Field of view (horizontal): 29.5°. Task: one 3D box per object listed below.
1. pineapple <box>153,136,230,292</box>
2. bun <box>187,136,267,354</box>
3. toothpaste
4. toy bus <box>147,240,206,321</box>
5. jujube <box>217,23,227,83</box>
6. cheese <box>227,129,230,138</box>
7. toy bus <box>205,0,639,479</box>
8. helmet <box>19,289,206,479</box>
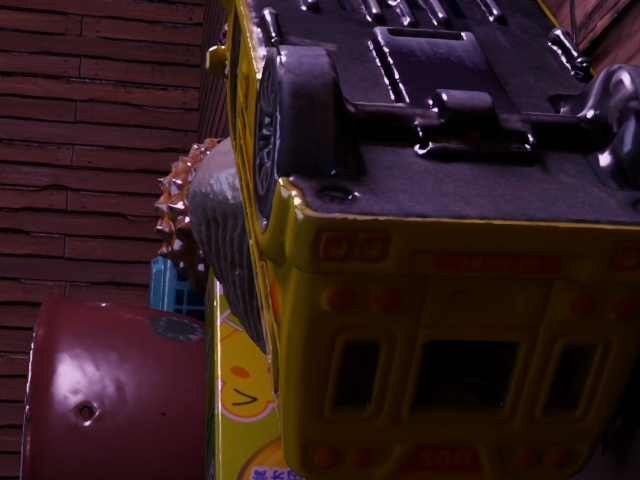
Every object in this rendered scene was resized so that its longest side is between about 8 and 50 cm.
[{"bbox_3d":[-0.070,-0.013,1.074,0.193,0.166,0.166,-101,16,-77],"label":"pineapple"},{"bbox_3d":[0.000,0.000,0.753,0.167,0.113,0.173,53,154,0],"label":"bun"},{"bbox_3d":[-0.027,0.142,0.883,0.077,0.110,0.327,107,164,-46],"label":"toothpaste"},{"bbox_3d":[-0.136,0.113,1.464,0.128,0.147,0.256,-131,45,-75],"label":"toy bus"},{"bbox_3d":[-0.044,-0.168,1.172,0.104,0.104,0.166,-111,19,-69],"label":"jujube"},{"bbox_3d":[-0.134,-0.030,1.738,0.177,0.069,0.270,-101,17,-57],"label":"cheese"},{"bbox_3d":[0.028,-0.053,0.518,0.330,0.144,0.152,-104,18,-56],"label":"toy bus"},{"bbox_3d":[-0.118,0.223,1.050,0.337,0.230,0.385,-99,5,-63],"label":"helmet"}]
